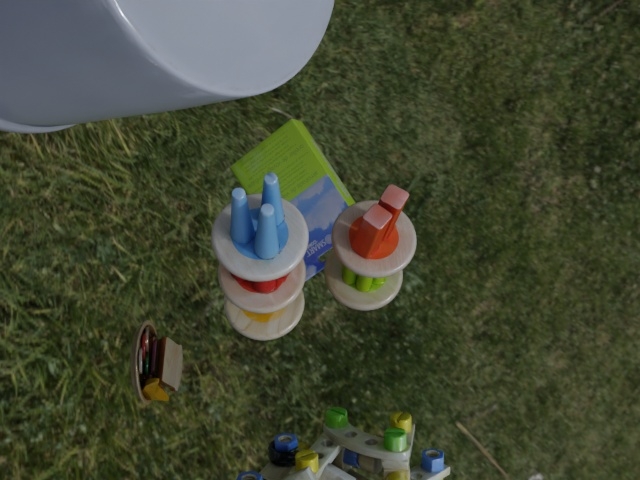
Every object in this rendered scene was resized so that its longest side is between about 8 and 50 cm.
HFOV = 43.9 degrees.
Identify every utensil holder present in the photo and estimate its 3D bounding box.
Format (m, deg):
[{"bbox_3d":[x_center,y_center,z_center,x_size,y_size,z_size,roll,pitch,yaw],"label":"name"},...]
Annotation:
[{"bbox_3d":[-0.224,-0.283,0.819,0.328,0.386,0.327,-4,96,-47],"label":"utensil holder"}]

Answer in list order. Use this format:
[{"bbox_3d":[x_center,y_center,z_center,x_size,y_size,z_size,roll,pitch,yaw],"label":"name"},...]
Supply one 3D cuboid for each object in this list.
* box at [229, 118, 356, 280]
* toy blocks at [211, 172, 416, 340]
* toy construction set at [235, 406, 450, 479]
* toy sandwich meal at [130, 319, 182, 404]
[{"bbox_3d":[-0.023,-0.050,0.995,0.109,0.042,0.178,-36,80,19],"label":"box"},{"bbox_3d":[0.000,0.000,0.457,0.123,0.054,0.148,-16,157,-10],"label":"toy blocks"},{"bbox_3d":[0.017,0.304,0.964,0.328,0.215,0.151,-1,96,-67],"label":"toy construction set"},{"bbox_3d":[-0.150,0.112,0.730,0.029,0.085,0.085,-2,111,3],"label":"toy sandwich meal"}]
